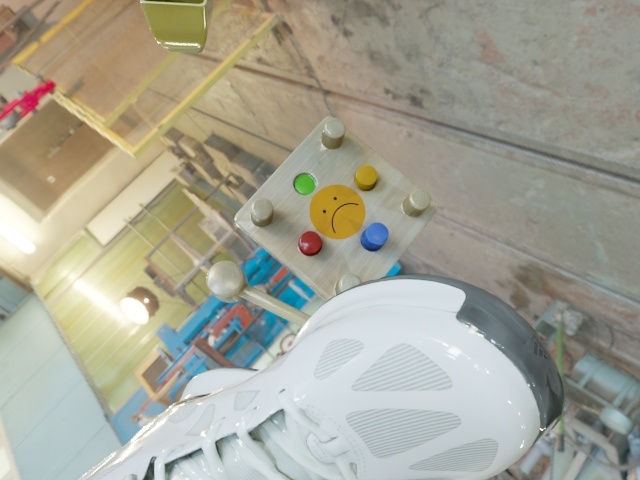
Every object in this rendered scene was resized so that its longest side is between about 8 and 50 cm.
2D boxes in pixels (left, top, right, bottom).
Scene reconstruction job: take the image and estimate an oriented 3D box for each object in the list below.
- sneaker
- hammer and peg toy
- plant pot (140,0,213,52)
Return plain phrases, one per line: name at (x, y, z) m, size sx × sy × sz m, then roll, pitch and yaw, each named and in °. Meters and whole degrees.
sneaker at (-0.057, 0.190, 0.392) m, size 0.447 × 0.257 × 0.169 m, roll -32°, pitch 93°, yaw 43°
hammer and peg toy at (0.000, 0.000, 0.908) m, size 0.266 × 0.361 × 0.127 m, roll 39°, pitch 167°, yaw 3°
plant pot at (-0.182, -0.296, 0.723) m, size 0.081 × 0.082 × 0.083 m, roll 2°, pitch 143°, yaw -2°
